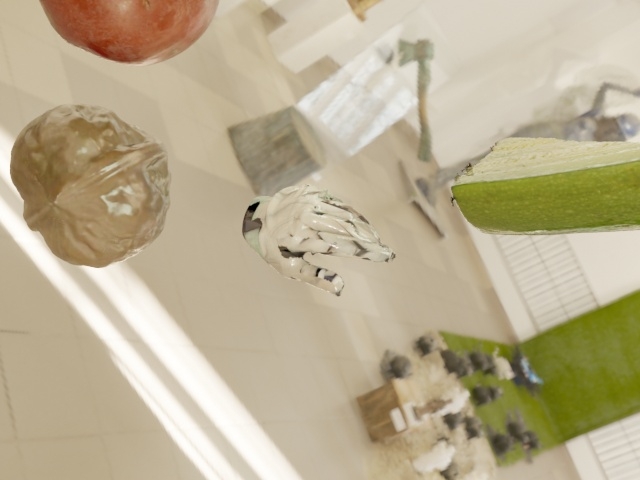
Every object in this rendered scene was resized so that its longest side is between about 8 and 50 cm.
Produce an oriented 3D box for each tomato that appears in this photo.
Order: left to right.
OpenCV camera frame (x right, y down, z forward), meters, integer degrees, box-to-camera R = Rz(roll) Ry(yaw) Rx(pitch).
[{"bbox_3d":[-0.280,-0.374,1.133,0.265,0.265,0.265,50,23,-30],"label":"tomato"}]

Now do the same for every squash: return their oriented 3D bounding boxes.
[{"bbox_3d":[0.316,-0.065,0.917,0.203,0.288,0.111,-36,113,-49],"label":"squash"}]

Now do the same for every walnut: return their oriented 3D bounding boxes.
[{"bbox_3d":[-0.353,-0.088,1.249,0.273,0.227,0.273,-1,90,-85],"label":"walnut"}]

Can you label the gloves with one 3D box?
[{"bbox_3d":[-0.002,-0.008,1.071,0.127,0.212,0.111,-52,132,-36],"label":"gloves"}]
